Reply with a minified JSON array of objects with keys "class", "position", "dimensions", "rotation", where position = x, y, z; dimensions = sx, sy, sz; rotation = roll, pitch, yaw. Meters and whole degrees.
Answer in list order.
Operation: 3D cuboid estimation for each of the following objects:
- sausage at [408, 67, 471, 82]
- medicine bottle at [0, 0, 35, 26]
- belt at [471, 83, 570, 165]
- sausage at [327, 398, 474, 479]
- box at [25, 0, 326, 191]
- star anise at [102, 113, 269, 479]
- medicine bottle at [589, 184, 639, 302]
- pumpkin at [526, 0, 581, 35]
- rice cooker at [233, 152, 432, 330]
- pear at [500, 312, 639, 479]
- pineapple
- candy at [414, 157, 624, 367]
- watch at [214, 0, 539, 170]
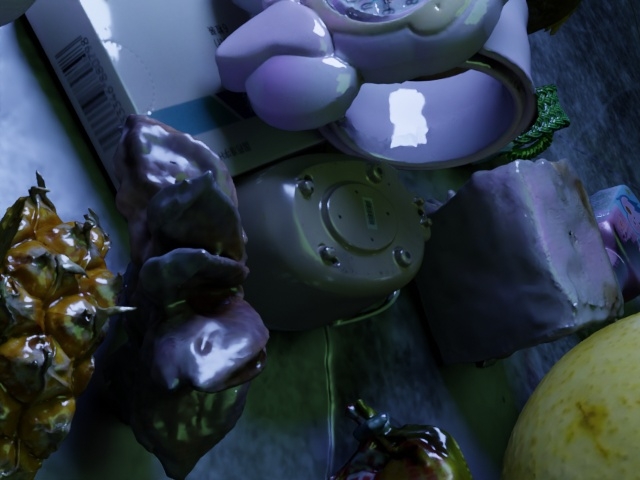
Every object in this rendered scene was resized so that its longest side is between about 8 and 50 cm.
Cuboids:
[{"class":"sausage","position":[0.156,-0.378,1.231],"dimensions":[0.136,0.123,0.501],"rotation":[35,44,-29]},{"class":"medicine bottle","position":[-0.329,-0.223,0.492],"dimensions":[0.371,0.211,0.211],"rotation":[-4,72,-50]},{"class":"belt","position":[0.229,-0.130,1.173],"dimensions":[0.151,0.121,0.079],"rotation":[-20,89,-41]},{"class":"sausage","position":[0.097,0.271,0.771],"dimensions":[0.117,0.125,0.317],"rotation":[-14,79,-51]},{"class":"box","position":[-0.079,-0.158,0.867],"dimensions":[0.343,0.065,0.200],"rotation":[-30,93,-53]},{"class":"star anise","position":[-0.094,0.032,0.638],"dimensions":[0.093,0.229,0.236],"rotation":[-3,88,-18]},{"class":"medicine bottle","position":[0.365,0.019,1.263],"dimensions":[0.119,0.094,0.188],"rotation":[58,37,-9]},{"class":"pumpkin","position":[0.126,-0.301,1.011],"dimensions":[0.139,0.317,0.222],"rotation":[68,33,-55]},{"class":"rice cooker","position":[0.000,0.000,0.819],"dimensions":[0.206,0.127,0.145],"rotation":[-6,74,-43]},{"class":"pear","position":[0.303,0.217,0.745],"dimensions":[0.348,0.348,0.348],"rotation":[28,50,-38]},{"class":"pineapple","position":[-0.176,0.055,0.569],"dimensions":[0.079,0.135,0.233],"rotation":[34,47,-32]},{"class":"candy","position":[0.187,0.026,0.990],"dimensions":[0.137,0.185,0.195],"rotation":[-11,82,-47]},{"class":"watch","position":[0.059,-0.146,0.835],"dimensions":[0.217,0.248,0.211],"rotation":[60,26,-54]}]
